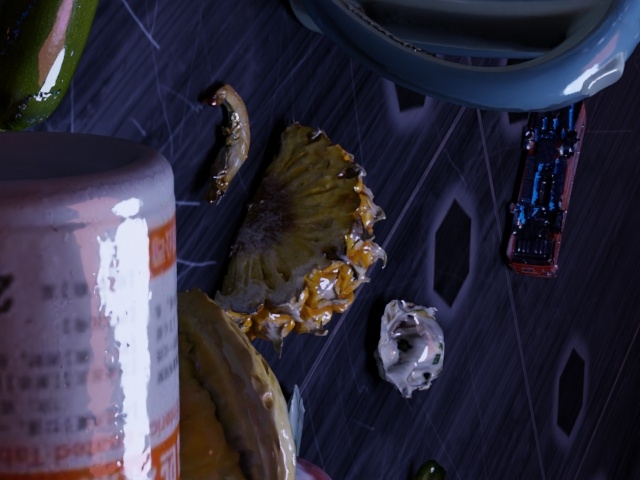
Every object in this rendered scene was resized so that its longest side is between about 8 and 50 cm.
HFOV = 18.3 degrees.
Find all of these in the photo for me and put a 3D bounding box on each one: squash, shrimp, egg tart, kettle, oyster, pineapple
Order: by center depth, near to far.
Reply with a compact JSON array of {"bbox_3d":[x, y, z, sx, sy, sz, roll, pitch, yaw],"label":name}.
[{"bbox_3d":[-0.184,-0.232,1.410,0.087,0.087,0.331,41,58,-61],"label":"squash"},{"bbox_3d":[-0.124,0.168,1.476,0.107,0.291,0.291,-7,104,-33],"label":"egg tart"},{"bbox_3d":[-0.089,-0.086,1.724,0.083,0.023,0.114,67,32,-42],"label":"shrimp"},{"bbox_3d":[0.155,-0.246,1.797,0.247,0.342,0.319,78,33,-55],"label":"kettle"},{"bbox_3d":[0.000,-0.001,1.802,0.079,0.135,0.233,63,39,-51],"label":"pineapple"},{"bbox_3d":[0.100,0.119,2.148,0.166,0.053,0.108,5,73,-59],"label":"oyster"}]

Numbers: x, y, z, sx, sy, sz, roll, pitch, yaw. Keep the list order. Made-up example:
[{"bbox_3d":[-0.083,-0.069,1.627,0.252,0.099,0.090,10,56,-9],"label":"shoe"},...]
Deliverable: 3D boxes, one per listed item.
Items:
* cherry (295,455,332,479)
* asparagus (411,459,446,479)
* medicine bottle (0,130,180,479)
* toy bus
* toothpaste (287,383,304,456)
[{"bbox_3d":[-0.042,0.328,1.705,0.236,0.213,0.285,78,-1,-75],"label":"cherry"},{"bbox_3d":[0.125,0.394,2.242,0.080,0.080,0.287,-35,119,-59],"label":"asparagus"},{"bbox_3d":[-0.197,0.124,1.315,0.211,0.211,0.371,-25,118,-62],"label":"medicine bottle"},{"bbox_3d":[0.285,-0.065,2.486,0.096,0.073,0.235,52,48,-66],"label":"toy bus"},{"bbox_3d":[-0.045,0.245,1.883,0.064,0.041,0.218,74,28,-62],"label":"toothpaste"}]
